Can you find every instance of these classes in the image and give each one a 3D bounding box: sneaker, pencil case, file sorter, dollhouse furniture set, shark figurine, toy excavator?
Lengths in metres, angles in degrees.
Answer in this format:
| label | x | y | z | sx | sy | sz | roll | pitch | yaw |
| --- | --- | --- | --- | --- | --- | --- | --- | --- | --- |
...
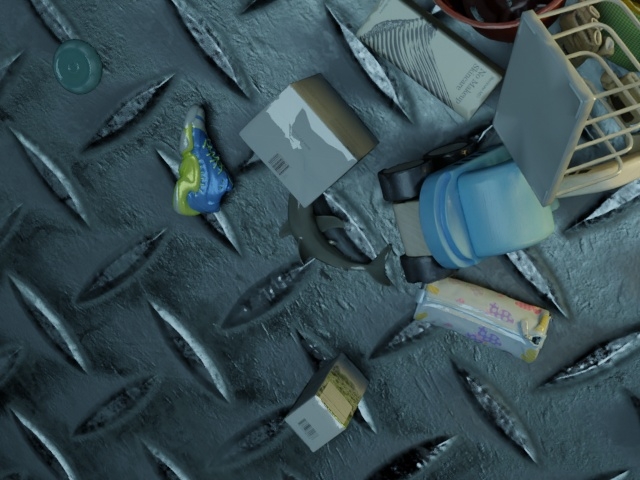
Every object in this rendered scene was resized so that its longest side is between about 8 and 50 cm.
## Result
| label | x | y | z | sx | sy | sz | roll | pitch | yaw |
| --- | --- | --- | --- | --- | --- | --- | --- | --- | --- |
| sneaker | -0.240 | -0.166 | 1.967 | 0.126 | 0.091 | 0.240 | 8 | 108 | -6 |
| pencil case | 0.324 | 0.154 | 1.874 | 0.273 | 0.124 | 0.113 | 21 | 110 | 9 |
| file sorter | 0.419 | -0.229 | 1.508 | 0.173 | 0.277 | 0.193 | -19 | 61 | -12 |
| dollhouse furniture set | 0.569 | -0.312 | 1.598 | 0.301 | 0.151 | 0.197 | 34 | 155 | 9 |
| shark figurine | 0.007 | 0.024 | 1.921 | 0.278 | 0.116 | 0.166 | 40 | 127 | -13 |
| toy excavator | 0.400 | -0.088 | 1.711 | 0.445 | 0.433 | 0.222 | -3 | 107 | 45 |

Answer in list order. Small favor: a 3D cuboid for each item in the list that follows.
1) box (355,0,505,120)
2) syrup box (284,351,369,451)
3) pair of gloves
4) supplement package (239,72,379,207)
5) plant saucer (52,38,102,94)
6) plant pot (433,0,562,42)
| label | x | y | z | sx | sy | sz | roll | pitch | yaw |
| --- | --- | --- | --- | --- | --- | --- | --- | --- | --- |
| box | 0.211 | -0.356 | 1.771 | 0.275 | 0.094 | 0.113 | 37 | 112 | 3 |
| syrup box | 0.017 | 0.334 | 1.948 | 0.096 | 0.237 | 0.093 | -40 | 92 | 20 |
| pair of gloves | 0.507 | -0.306 | 1.636 | 0.042 | 0.204 | 0.240 | -34 | 79 | 2 |
| supplement package | -0.018 | -0.201 | 1.821 | 0.149 | 0.203 | 0.194 | -40 | 92 | 22 |
| plant saucer | -0.531 | -0.375 | 2.007 | 0.119 | 0.021 | 0.119 | 4 | 107 | 14 |
| plant pot | 0.322 | -0.469 | 1.596 | 0.272 | 0.265 | 0.272 | 0 | 89 | 16 |
